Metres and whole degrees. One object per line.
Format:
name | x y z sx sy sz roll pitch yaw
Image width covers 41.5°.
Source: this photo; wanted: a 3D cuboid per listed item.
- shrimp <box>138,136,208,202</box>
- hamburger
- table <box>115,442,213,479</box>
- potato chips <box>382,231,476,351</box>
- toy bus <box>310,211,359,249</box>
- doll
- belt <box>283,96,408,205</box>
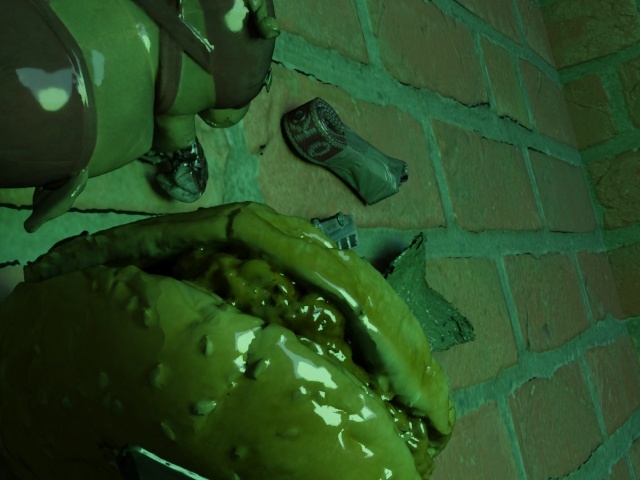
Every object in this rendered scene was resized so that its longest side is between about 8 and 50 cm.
shrimp | -0.147 -0.098 0.702 0.165 0.057 0.065 45 46 -36
hamburger | -0.070 0.106 0.491 0.259 0.283 0.144 48 52 -24
table | -0.003 0.266 0.309 0.282 0.196 0.250 33 89 -19
potato chips | 0.134 0.079 1.097 0.228 0.059 0.167 56 39 -37
toy bus | 0.000 0.000 0.926 0.131 0.037 0.052 -20 98 -62
doll | -0.157 -0.130 0.578 0.256 0.152 0.196 -29 72 -33
belt | 0.037 -0.101 1.027 0.232 0.053 0.071 25 46 -53
